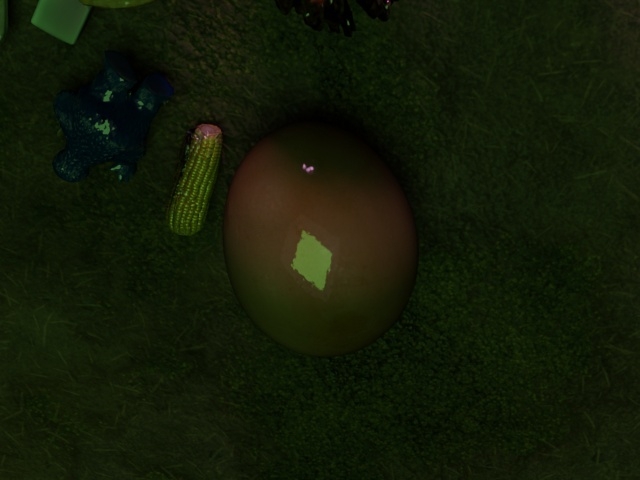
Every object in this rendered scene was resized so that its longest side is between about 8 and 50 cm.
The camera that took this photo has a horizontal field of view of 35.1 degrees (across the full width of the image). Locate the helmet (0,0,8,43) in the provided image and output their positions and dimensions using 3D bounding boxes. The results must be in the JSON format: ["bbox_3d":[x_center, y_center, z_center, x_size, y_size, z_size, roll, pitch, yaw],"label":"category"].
[{"bbox_3d":[-0.576,-0.391,1.478,0.204,0.137,0.258,-25,143,-22],"label":"helmet"}]

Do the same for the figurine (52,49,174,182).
[{"bbox_3d":[-0.343,-0.171,1.582,0.164,0.121,0.262,20,132,-16],"label":"figurine"}]

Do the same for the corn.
[{"bbox_3d":[-0.207,-0.098,1.663,0.072,0.072,0.203,17,121,-5],"label":"corn"}]

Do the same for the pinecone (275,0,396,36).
[{"bbox_3d":[0.011,-0.410,1.310,0.296,0.298,0.242,22,127,-24],"label":"pinecone"}]

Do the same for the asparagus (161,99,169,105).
[{"bbox_3d":[-0.298,-0.222,1.623,0.114,0.015,0.014,1,89,3],"label":"asparagus"}]

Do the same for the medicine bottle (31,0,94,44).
[{"bbox_3d":[-0.376,-0.363,1.517,0.074,0.055,0.118,28,123,-10],"label":"medicine bottle"}]

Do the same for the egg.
[{"bbox_3d":[0.000,0.000,1.562,0.301,0.301,0.374,-2,120,8],"label":"egg"}]

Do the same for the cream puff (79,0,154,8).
[{"bbox_3d":[-0.305,-0.482,1.326,0.327,0.231,0.343,-27,138,32],"label":"cream puff"}]
